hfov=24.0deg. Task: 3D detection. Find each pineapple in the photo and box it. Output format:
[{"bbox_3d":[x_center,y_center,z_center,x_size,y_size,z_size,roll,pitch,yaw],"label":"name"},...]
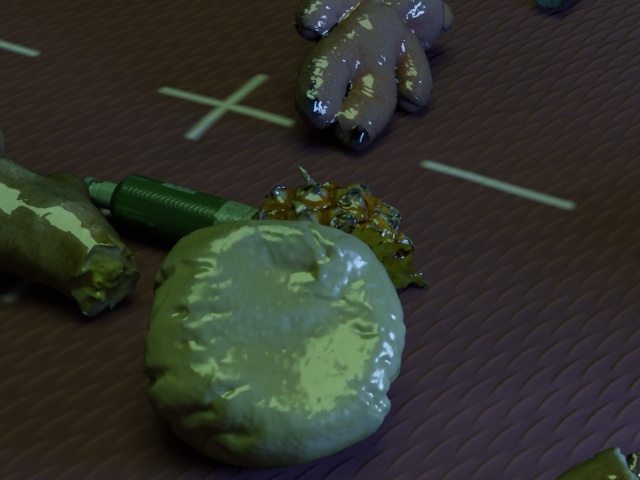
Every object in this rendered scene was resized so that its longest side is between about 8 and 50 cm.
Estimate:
[{"bbox_3d":[-0.001,-0.001,1.443,0.233,0.135,0.079,-13,39,-24],"label":"pineapple"}]

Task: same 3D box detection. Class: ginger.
[{"bbox_3d":[-0.356,-0.030,1.495,0.375,0.166,0.236,22,14,-6],"label":"ginger"}]

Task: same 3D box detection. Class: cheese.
[{"bbox_3d":[-0.038,0.089,1.293,0.226,0.117,0.214,6,65,-6],"label":"cheese"}]

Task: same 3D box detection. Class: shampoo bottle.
[{"bbox_3d":[-0.151,-0.026,1.531,0.204,0.065,0.065,16,37,17],"label":"shampoo bottle"}]

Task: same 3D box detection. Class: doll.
[{"bbox_3d":[0.036,-0.223,1.785,0.201,0.156,0.303,39,54,-20],"label":"doll"}]

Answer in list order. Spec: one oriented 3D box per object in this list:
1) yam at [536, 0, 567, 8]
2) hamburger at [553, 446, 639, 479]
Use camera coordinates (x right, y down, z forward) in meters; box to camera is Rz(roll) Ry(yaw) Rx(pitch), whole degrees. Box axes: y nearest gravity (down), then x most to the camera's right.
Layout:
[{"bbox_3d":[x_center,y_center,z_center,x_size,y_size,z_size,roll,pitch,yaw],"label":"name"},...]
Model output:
[{"bbox_3d":[0.370,-0.386,2.077,0.061,0.061,0.274,20,40,22],"label":"yam"},{"bbox_3d":[0.200,0.284,1.031,0.245,0.155,0.282,9,58,51],"label":"hamburger"}]
